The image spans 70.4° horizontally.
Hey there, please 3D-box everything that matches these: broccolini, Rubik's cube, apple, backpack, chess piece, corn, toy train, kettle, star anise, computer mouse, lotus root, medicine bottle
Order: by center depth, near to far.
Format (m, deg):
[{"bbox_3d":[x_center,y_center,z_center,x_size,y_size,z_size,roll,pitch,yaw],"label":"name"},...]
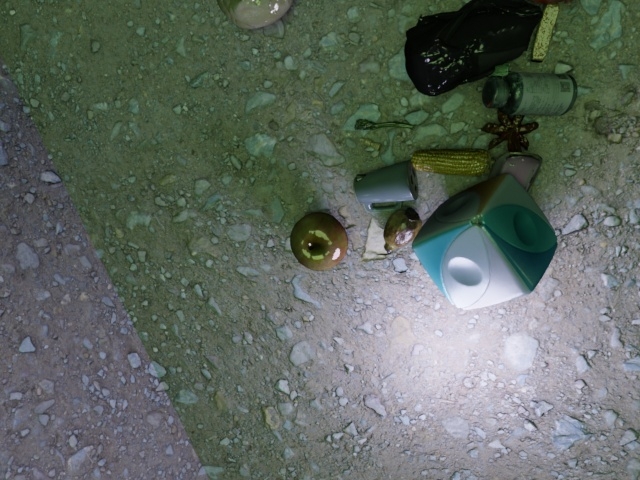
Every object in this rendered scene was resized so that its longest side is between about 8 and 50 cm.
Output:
[{"bbox_3d":[0.508,-0.682,1.541,0.444,0.364,0.255,-16,127,9],"label":"backpack"},{"bbox_3d":[0.715,-0.506,1.568,0.292,0.141,0.142,-1,109,-10],"label":"medicine bottle"},{"bbox_3d":[0.595,0.008,1.660,0.352,0.347,0.352,53,145,-10],"label":"Rubik's cube"},{"bbox_3d":[0.649,-0.625,1.663,0.093,0.038,0.057,9,104,15],"label":"toy train"},{"bbox_3d":[0.708,-0.411,1.679,0.196,0.111,0.213,-36,67,2],"label":"star anise"},{"bbox_3d":[0.715,-0.219,1.703,0.158,0.072,0.311,6,143,8],"label":"computer mouse"},{"bbox_3d":[0.514,-0.306,1.766,0.317,0.115,0.115,3,108,17],"label":"corn"},{"bbox_3d":[0.256,-0.466,1.838,0.238,0.051,0.054,3,152,11],"label":"broccolini"},{"bbox_3d":[0.274,-0.208,1.874,0.242,0.160,0.211,-9,133,27],"label":"kettle"},{"bbox_3d":[0.204,-0.402,1.877,0.092,0.035,0.035,26,113,12],"label":"chess piece"},{"bbox_3d":[0.332,-0.042,1.904,0.138,0.138,0.214,38,115,2],"label":"lotus root"},{"bbox_3d":[0.000,0.000,1.961,0.256,0.234,0.257,5,106,16],"label":"apple"}]

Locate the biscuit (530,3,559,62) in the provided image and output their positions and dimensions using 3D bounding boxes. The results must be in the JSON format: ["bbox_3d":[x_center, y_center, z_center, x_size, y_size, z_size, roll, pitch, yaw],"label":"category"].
[{"bbox_3d":[0.779,-0.722,1.581,0.052,0.056,0.188,15,112,14],"label":"biscuit"}]

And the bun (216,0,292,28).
[{"bbox_3d":[-0.267,-0.999,1.726,0.364,0.219,0.366,5,105,17],"label":"bun"}]

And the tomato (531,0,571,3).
[{"bbox_3d":[0.767,-0.916,1.413,0.334,0.176,0.290,7,92,14],"label":"tomato"}]
